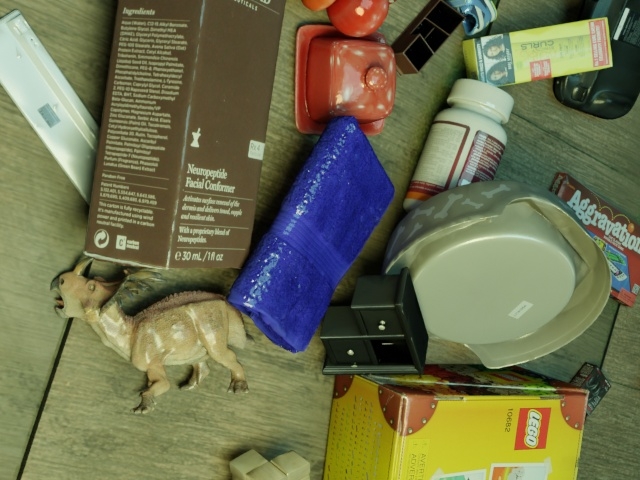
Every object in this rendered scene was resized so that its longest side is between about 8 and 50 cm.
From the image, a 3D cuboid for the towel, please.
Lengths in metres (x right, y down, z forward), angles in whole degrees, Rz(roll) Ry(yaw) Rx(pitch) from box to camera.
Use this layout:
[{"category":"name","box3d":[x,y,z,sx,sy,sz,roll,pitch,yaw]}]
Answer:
[{"category":"towel","box3d":[0.000,0.000,1.320,0.308,0.076,0.227,-62,157,-12]}]

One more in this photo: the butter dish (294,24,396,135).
[{"category":"butter dish","box3d":[0.053,-0.232,1.357,0.160,0.118,0.160,-2,97,-31]}]

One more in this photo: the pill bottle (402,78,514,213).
[{"category":"pill bottle","box3d":[0.220,-0.131,1.465,0.121,0.121,0.221,24,84,-30]}]

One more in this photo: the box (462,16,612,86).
[{"category":"box","box3d":[0.351,-0.302,1.517,0.232,0.058,0.087,-10,100,-11]}]

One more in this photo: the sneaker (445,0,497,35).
[{"category":"sneaker","box3d":[0.222,-0.387,1.474,0.059,0.053,0.144,-48,115,-14]}]

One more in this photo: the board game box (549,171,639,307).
[{"category":"board game box","box3d":[0.501,0.002,1.702,0.281,0.027,0.145,28,81,-30]}]

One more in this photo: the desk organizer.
[{"category":"desk organizer","box3d":[0.162,-0.316,1.449,0.130,0.050,0.047,-50,117,-15]}]

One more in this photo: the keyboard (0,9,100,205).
[{"category":"keyboard","box3d":[-0.340,-0.166,1.199,0.072,0.014,0.256,-38,113,-15]}]

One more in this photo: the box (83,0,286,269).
[{"category":"box","box3d":[-0.166,-0.156,1.188,0.191,0.143,0.381,2,96,-63]}]

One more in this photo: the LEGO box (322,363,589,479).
[{"category":"LEGO box","box3d":[0.198,0.458,1.486,0.373,0.193,0.500,6,93,-31]}]

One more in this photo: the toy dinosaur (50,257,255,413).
[{"category":"toy dinosaur","box3d":[-0.194,0.112,1.261,0.296,0.127,0.200,-4,92,-35]}]

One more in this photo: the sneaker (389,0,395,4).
[{"category":"sneaker","box3d":[0.037,-0.449,1.359,0.221,0.087,0.128,34,61,-27]}]

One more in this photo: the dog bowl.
[{"category":"dog bowl","box3d":[0.253,0.053,1.415,0.349,0.349,0.102,30,37,-30]}]

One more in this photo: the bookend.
[{"category":"bookend","box3d":[0.064,0.120,1.355,0.072,0.156,0.157,-74,155,-43]}]

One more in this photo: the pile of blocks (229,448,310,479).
[{"category":"pile of blocks","box3d":[-0.144,0.452,1.344,0.362,0.113,0.149,-53,133,-10]}]

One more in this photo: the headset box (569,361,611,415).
[{"category":"headset box","box3d":[0.490,0.277,1.728,0.083,0.032,0.062,-47,116,-19]}]

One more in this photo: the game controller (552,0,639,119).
[{"category":"game controller","box3d":[0.516,-0.367,1.599,0.167,0.067,0.319,12,106,-29]}]

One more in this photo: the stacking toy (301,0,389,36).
[{"category":"stacking toy","box3d":[-0.044,-0.385,1.265,0.330,0.141,0.141,29,81,-30]}]
